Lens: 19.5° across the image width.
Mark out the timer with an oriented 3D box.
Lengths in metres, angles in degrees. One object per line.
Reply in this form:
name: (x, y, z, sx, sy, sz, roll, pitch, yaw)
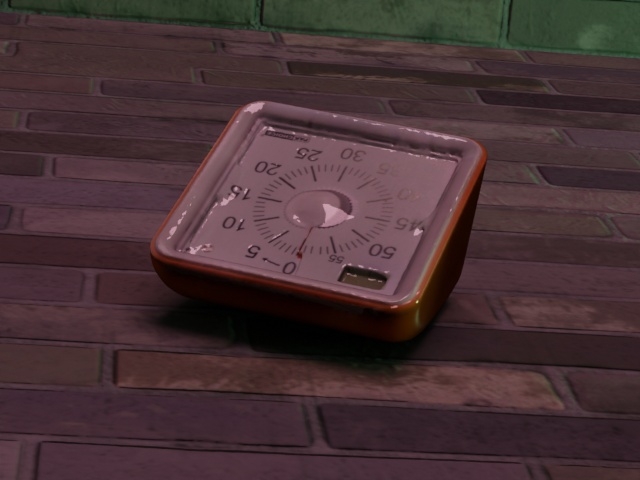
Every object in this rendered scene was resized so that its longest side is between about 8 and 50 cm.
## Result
timer: (0.000, 0.000, 1.749, 0.257, 0.161, 0.250, 12, 28, 17)
